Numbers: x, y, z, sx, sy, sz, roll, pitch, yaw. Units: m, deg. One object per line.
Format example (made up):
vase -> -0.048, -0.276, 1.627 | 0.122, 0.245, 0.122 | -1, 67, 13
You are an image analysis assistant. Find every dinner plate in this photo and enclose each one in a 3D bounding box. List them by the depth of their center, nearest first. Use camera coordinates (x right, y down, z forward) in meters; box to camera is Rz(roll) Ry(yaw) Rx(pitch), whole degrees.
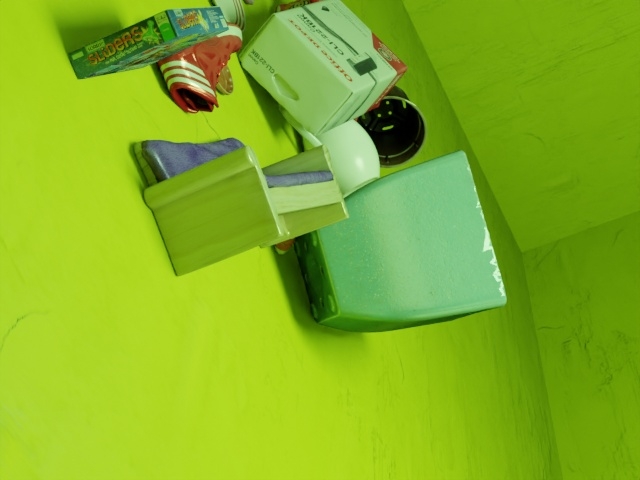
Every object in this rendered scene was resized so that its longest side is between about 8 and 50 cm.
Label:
dinner plate -> -0.168, -0.420, 1.915 | 0.141, 0.017, 0.141 | 58, 19, -33

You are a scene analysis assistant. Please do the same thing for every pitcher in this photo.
pitcher -> 0.009, -0.180, 2.034 | 0.207, 0.125, 0.177 | 60, 30, 8

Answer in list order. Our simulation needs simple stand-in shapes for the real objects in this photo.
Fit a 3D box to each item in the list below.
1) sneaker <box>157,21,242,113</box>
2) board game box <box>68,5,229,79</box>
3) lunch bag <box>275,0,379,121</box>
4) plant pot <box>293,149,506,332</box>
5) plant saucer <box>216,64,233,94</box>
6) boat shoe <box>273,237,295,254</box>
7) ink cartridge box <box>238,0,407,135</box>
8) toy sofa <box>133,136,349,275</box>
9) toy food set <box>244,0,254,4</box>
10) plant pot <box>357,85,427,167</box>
sneaker -> -0.172, -0.245, 1.613 | 0.221, 0.087, 0.128 | -19, 97, -62
board game box -> -0.205, -0.245, 1.372 | 0.201, 0.136, 0.035 | -46, 115, -73
lunch bag -> 0.022, -0.354, 2.283 | 0.293, 0.120, 0.258 | 3, 71, -71
plant pot -> 0.102, 0.024, 1.755 | 0.248, 0.252, 0.247 | 147, -71, -72
plant saucer -> -0.162, -0.267, 1.754 | 0.083, 0.013, 0.083 | 56, 21, -36
boat shoe -> -0.059, -0.038, 1.753 | 0.137, 0.049, 0.043 | -97, -159, -46
ink cartridge box -> 0.010, -0.313, 1.977 | 0.197, 0.114, 0.273 | 45, 30, 5
toy sofa -> -0.094, -0.076, 1.498 | 0.362, 0.150, 0.177 | -17, 87, -74
toy food set -> -0.142, -0.473, 2.064 | 0.122, 0.019, 0.078 | -89, 154, -69
plant pot -> 0.148, -0.270, 2.511 | 0.165, 0.167, 0.167 | -93, 157, -65
